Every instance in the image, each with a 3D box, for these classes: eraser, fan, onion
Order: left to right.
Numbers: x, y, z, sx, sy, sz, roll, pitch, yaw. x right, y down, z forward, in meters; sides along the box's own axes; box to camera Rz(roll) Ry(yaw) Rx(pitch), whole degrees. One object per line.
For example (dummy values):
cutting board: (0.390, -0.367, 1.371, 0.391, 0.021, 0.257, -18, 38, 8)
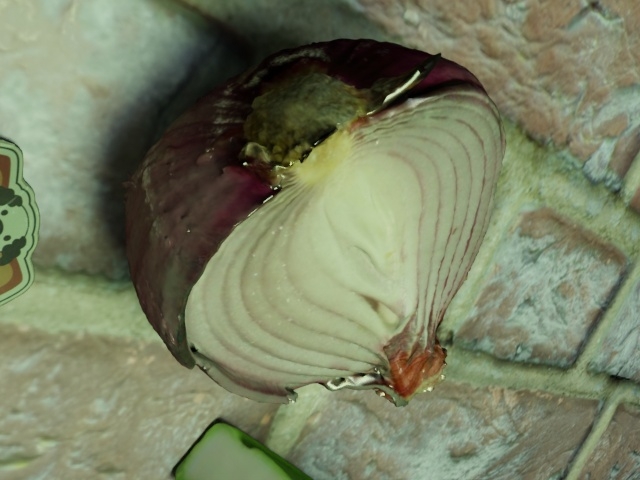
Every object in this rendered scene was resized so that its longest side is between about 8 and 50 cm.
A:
fan: (-0.267, 0.011, 0.459, 0.220, 0.009, 0.132, -18, 126, -37)
onion: (0.000, 0.000, 0.604, 0.267, 0.159, 0.348, -32, 143, -9)
eraser: (0.007, 0.297, 0.766, 0.092, 0.210, 0.274, -50, 142, -9)
